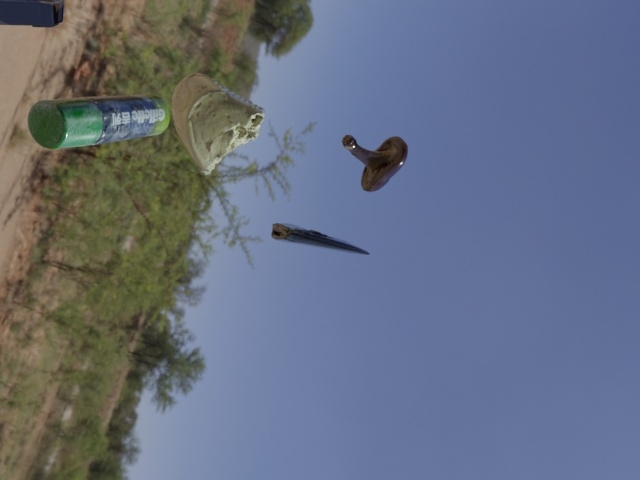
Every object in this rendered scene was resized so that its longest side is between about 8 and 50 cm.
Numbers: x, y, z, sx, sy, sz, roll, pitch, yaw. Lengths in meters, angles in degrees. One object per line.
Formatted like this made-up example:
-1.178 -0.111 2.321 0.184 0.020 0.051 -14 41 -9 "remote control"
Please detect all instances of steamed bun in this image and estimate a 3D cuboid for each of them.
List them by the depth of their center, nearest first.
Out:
-0.336 -0.348 1.734 0.272 0.273 0.290 -61 -154 5 "steamed bun"

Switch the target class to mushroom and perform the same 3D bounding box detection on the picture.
0.148 -0.275 1.857 0.227 0.217 0.148 -52 -150 35 "mushroom"

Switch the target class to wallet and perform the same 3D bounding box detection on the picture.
0.000 0.000 1.501 0.168 0.245 0.052 -166 -92 -69 "wallet"

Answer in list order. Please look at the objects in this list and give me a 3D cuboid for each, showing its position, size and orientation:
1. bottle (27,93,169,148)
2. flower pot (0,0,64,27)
-0.432 -0.244 1.139 0.093 0.093 0.330 -63 171 22 "bottle"
-0.666 -0.521 1.214 0.084 0.250 0.179 105 -30 -42 "flower pot"
